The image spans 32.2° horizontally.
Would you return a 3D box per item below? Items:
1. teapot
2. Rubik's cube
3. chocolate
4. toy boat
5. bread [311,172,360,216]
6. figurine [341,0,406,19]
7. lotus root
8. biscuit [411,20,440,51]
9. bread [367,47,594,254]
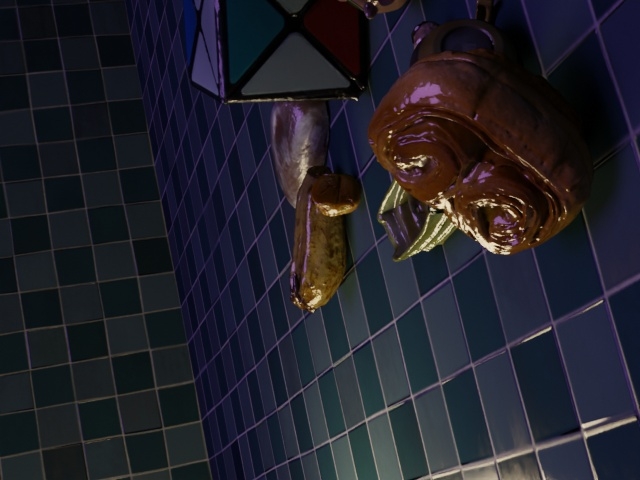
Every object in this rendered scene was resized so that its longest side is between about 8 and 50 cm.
[{"bbox_3d":[0.173,-0.203,1.293,0.119,0.130,0.166,83,-156,-62],"label":"teapot"},{"bbox_3d":[-0.079,-0.356,1.781,0.246,0.248,0.250,-141,47,-66],"label":"Rubik's cube"},{"bbox_3d":[-0.051,-0.179,2.042,0.157,0.080,0.254,-118,26,-48],"label":"chocolate"},{"bbox_3d":[0.147,-0.064,1.472,0.276,0.084,0.111,110,146,-64],"label":"toy boat"},{"bbox_3d":[0.028,-0.076,1.848,0.081,0.083,0.046,-59,-17,-29],"label":"bread"},{"bbox_3d":[0.071,-0.367,1.511,0.138,0.125,0.125,-112,18,-74],"label":"figurine"},{"bbox_3d":[0.000,0.000,1.943,0.110,0.097,0.259,-150,62,-64],"label":"lotus root"},{"bbox_3d":[0.167,-0.186,1.394,0.061,0.055,0.219,99,158,-54],"label":"biscuit"},{"bbox_3d":[0.173,-0.098,1.171,0.198,0.236,0.120,-46,8,51],"label":"bread"}]
